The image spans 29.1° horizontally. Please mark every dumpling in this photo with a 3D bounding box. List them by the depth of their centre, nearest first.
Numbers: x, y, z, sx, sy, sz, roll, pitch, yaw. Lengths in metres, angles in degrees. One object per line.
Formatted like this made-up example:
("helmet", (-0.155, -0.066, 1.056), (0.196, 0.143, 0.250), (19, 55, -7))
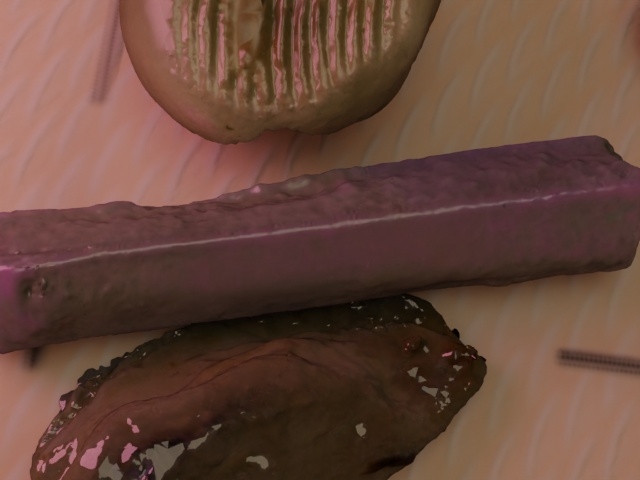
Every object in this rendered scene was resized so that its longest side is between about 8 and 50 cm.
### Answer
("dumpling", (-0.065, 0.113, 0.629), (0.166, 0.086, 0.332), (43, 66, 10))

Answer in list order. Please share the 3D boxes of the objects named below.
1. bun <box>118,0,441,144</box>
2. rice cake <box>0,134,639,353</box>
("bun", (-0.022, -0.139, 0.706), (0.178, 0.128, 0.193), (9, 81, -2))
("rice cake", (-0.001, 0.001, 0.675), (0.399, 0.070, 0.064), (-8, 39, -8))
